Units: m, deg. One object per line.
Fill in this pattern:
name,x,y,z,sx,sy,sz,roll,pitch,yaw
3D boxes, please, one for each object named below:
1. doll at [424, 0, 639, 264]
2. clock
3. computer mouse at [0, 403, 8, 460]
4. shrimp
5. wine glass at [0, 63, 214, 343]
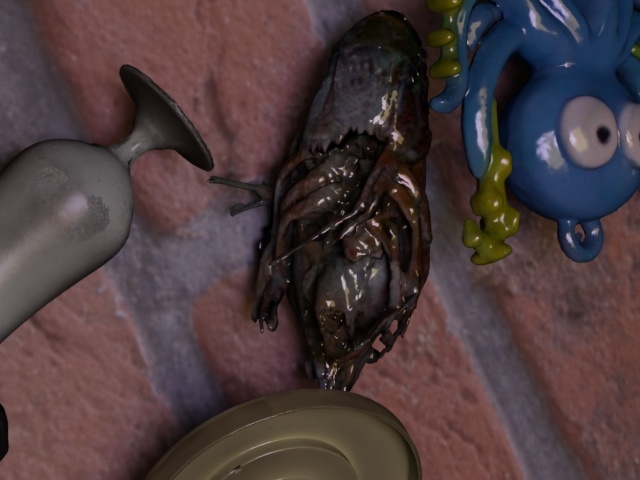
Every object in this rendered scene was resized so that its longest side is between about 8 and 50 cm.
doll,0.225,-0.149,1.212,0.346,0.099,0.341,1,91,-43
clock,-0.032,0.210,1.129,0.235,0.029,0.235,-13,129,-16
computer mouse,-0.290,0.136,0.997,0.192,0.062,0.106,4,118,-56
shrimp,0.001,-0.002,1.149,0.172,0.137,0.372,12,79,10
wine glass,-0.193,-0.016,1.063,0.231,0.103,0.103,-44,110,-12
